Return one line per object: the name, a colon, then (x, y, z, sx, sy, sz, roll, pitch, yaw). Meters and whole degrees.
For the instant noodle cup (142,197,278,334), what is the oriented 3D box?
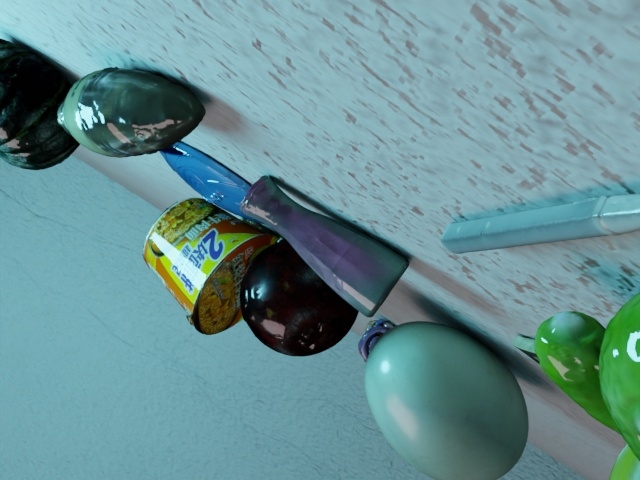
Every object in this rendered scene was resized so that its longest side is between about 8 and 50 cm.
instant noodle cup: (-0.198, 0.033, 1.015, 0.174, 0.213, 0.213, 36, 173, 23)

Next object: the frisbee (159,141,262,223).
frisbee: (-0.171, -0.084, 0.942, 0.242, 0.045, 0.242, 30, 170, 6)

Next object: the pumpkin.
pumpkin: (-0.483, -0.215, 0.916, 0.220, 0.162, 0.220, 26, 160, 11)

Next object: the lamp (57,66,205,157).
lamp: (-0.216, -0.141, 0.631, 0.250, 0.101, 0.101, 7, 156, 42)

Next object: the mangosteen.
mangosteen: (-0.034, 0.081, 0.909, 0.209, 0.210, 0.210, 31, 171, 6)

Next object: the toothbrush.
toothbrush: (0.148, -0.010, 0.314, 0.030, 0.025, 0.342, 32, 171, -11)

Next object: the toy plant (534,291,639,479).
toy plant: (0.264, 0.137, 0.366, 0.224, 0.184, 0.316, 15, 145, 47)

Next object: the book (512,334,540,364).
book: (0.355, 0.189, 0.674, 0.228, 0.024, 0.160, 34, 172, -11)

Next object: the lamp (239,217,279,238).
lamp: (-0.116, 0.072, 1.193, 0.273, 0.177, 0.177, 34, 171, -5)

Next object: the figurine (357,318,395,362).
figurine: (0.162, 0.255, 1.472, 0.113, 0.126, 0.157, -12, -174, 15)

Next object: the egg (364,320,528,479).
egg: (0.204, 0.264, 0.939, 0.371, 0.230, 0.230, 45, 165, -35)

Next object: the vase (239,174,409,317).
vase: (0.000, 0.000, 0.710, 0.214, 0.086, 0.086, 36, 172, 8)
